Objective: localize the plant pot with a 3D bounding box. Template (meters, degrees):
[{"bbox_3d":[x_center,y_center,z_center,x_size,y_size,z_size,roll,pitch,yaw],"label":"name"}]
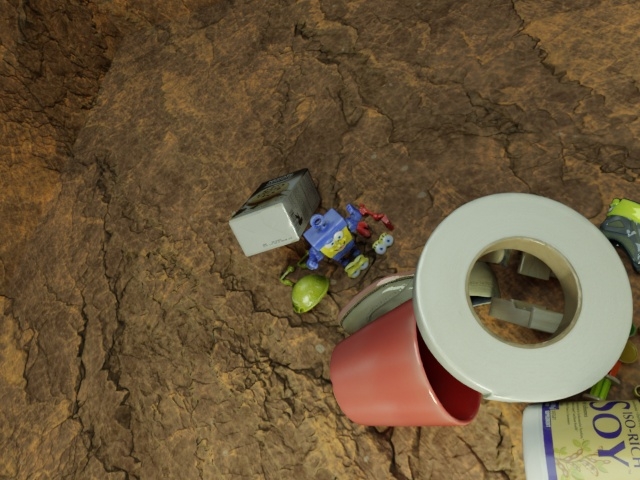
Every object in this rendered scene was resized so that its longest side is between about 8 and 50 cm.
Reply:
[{"bbox_3d":[0.170,0.275,1.140,0.243,0.275,0.275,-25,51,32],"label":"plant pot"}]

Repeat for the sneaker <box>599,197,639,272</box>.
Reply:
[{"bbox_3d":[0.713,0.027,1.092,0.121,0.111,0.300,-55,45,3],"label":"sneaker"}]

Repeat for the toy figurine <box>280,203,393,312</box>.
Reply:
[{"bbox_3d":[0.000,0.000,1.425,0.362,0.217,0.191,-41,50,1],"label":"toy figurine"}]

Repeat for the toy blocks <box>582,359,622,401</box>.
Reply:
[{"bbox_3d":[0.544,0.245,1.073,0.123,0.054,0.148,17,71,36],"label":"toy blocks"}]

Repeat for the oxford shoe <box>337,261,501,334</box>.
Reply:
[{"bbox_3d":[0.226,0.153,1.259,0.397,0.140,0.146,-27,59,15],"label":"oxford shoe"}]

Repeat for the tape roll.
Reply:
[{"bbox_3d":[0.366,0.101,0.988,0.392,0.072,0.392,-1,72,2],"label":"tape roll"}]

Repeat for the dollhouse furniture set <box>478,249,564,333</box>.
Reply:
[{"bbox_3d":[0.459,0.061,1.106,0.161,0.212,0.242,-171,94,-77],"label":"dollhouse furniture set"}]

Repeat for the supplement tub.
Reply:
[{"bbox_3d":[0.524,0.387,0.877,0.331,0.241,0.241,-10,57,24],"label":"supplement tub"}]

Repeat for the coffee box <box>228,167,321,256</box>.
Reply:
[{"bbox_3d":[-0.120,-0.089,1.520,0.168,0.119,0.297,-18,20,19],"label":"coffee box"}]

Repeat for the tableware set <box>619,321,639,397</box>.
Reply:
[{"bbox_3d":[0.625,0.230,1.031,0.104,0.024,0.154,9,65,8],"label":"tableware set"}]
